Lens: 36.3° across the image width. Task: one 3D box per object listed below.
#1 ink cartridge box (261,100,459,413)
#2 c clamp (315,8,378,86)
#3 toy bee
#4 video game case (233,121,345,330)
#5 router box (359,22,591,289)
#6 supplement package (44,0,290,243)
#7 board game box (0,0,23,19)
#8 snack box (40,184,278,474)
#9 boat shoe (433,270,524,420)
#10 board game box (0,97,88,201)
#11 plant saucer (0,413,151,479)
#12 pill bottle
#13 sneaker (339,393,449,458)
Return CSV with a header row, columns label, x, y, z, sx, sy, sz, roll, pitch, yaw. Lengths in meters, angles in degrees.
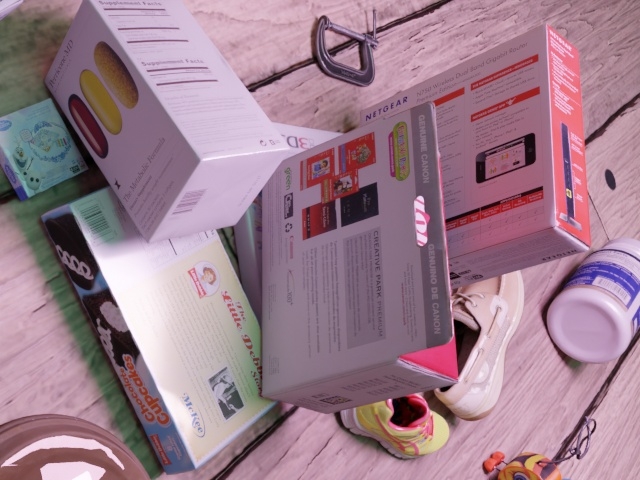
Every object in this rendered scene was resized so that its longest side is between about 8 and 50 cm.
label,x,y,z,sx,sy,sz,roll,pitch,yaw
ink cartridge box,0.067,0.027,1.177,0.130,0.272,0.309,25,55,-45
c clamp,0.042,-0.311,1.542,0.161,0.022,0.137,0,81,-49
toy bee,0.339,0.397,1.532,0.195,0.162,0.298,10,93,-54
video game case,0.000,0.000,1.365,0.300,0.036,0.329,2,75,-47
router box,0.194,-0.093,1.330,0.082,0.335,0.301,27,57,-38
supplement package,-0.174,-0.140,1.081,0.134,0.139,0.244,-14,60,-47
board game box,-0.460,-0.240,0.902,0.224,0.097,0.303,55,42,-17
snack box,-0.169,0.081,1.128,0.187,0.060,0.322,-32,100,-51
boat shoe,0.241,0.127,1.535,0.098,0.109,0.302,38,56,-34
board game box,-0.311,-0.100,1.070,0.090,0.020,0.090,-36,104,-48
plant saucer,-0.257,0.309,0.965,0.278,0.041,0.277,21,61,-42
pill bottle,0.540,0.104,1.834,0.265,0.153,0.153,-38,105,-47
sneaker,0.124,0.253,1.365,0.208,0.094,0.081,24,58,-42
